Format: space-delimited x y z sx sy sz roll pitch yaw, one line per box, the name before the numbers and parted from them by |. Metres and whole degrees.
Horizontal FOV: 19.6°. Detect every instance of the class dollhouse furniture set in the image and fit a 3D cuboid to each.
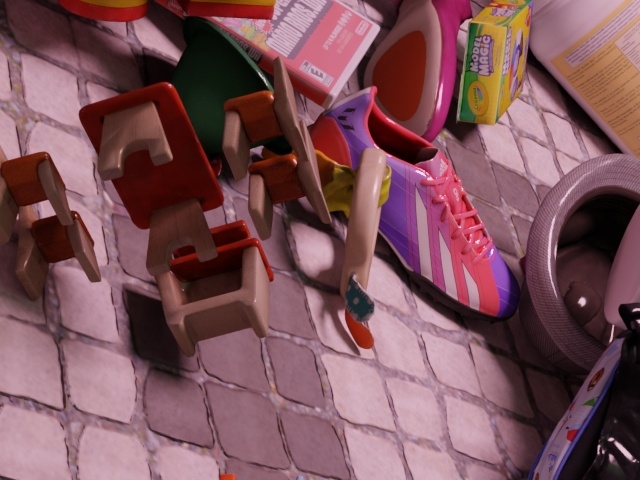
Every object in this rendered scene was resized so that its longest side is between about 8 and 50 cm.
dollhouse furniture set | -0.125 -0.033 1.580 0.259 0.262 0.135 69 8 -46

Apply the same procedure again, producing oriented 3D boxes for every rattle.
rattle | 0.000 0.000 1.875 0.143 0.130 0.199 15 75 -11

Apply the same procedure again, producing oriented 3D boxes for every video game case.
video game case | -0.081 -0.264 2.017 0.285 0.025 0.204 32 32 -2

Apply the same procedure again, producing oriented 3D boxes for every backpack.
backpack | 0.334 0.243 1.859 0.276 0.213 0.263 37 75 2

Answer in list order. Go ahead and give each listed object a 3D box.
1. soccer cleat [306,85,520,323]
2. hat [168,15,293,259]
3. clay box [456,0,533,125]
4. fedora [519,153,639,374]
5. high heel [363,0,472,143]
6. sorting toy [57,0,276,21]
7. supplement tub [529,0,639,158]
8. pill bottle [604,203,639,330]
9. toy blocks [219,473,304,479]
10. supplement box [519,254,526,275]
soccer cleat | 0.118 -0.033 2.003 0.318 0.116 0.108 41 30 -15
hat | -0.143 -0.102 1.826 0.173 0.183 0.208 54 -13 -11
clay box | 0.218 -0.225 2.318 0.053 0.127 0.222 10 20 13
fedora | 0.321 0.049 2.106 0.244 0.124 0.275 33 57 -11
high heel | 0.149 -0.220 2.256 0.181 0.127 0.377 37 36 -34
sorting toy | -0.171 -0.292 1.829 0.255 0.089 0.257 0 29 -23
supplement tub | 0.443 -0.276 2.579 0.331 0.241 0.241 47 30 -6
pill bottle | 0.502 0.074 1.965 0.363 0.210 0.210 22 35 -4
toy blocks | -0.048 0.240 1.543 0.123 0.054 0.148 38 32 -22
supplement box | 0.285 0.045 2.212 0.083 0.043 0.055 23 41 -38
